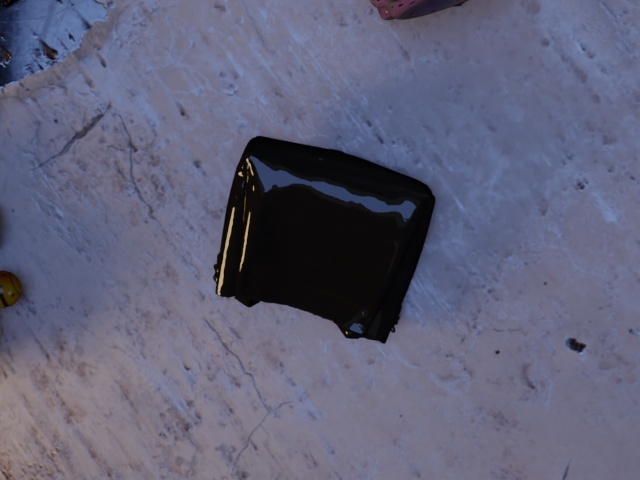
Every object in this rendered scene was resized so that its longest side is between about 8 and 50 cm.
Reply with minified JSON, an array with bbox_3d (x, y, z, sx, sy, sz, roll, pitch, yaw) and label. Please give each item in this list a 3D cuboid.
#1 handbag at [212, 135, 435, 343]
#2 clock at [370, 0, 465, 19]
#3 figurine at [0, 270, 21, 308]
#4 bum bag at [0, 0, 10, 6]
[{"bbox_3d":[0.000,0.000,1.802,0.285,0.113,0.257,16,101,-1],"label":"handbag"},{"bbox_3d":[0.171,-0.367,1.688,0.228,0.248,0.090,-20,93,8],"label":"clock"},{"bbox_3d":[-0.605,0.098,1.843,0.320,0.196,0.323,-4,86,-2],"label":"figurine"},{"bbox_3d":[-0.442,-0.399,1.872,0.124,0.034,0.058,-28,99,9],"label":"bum bag"}]
